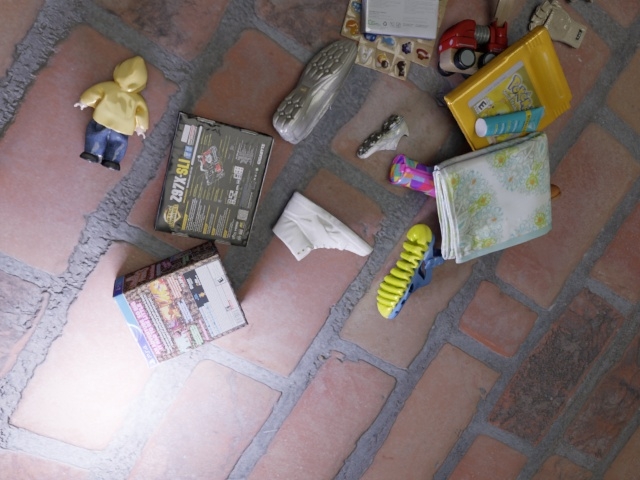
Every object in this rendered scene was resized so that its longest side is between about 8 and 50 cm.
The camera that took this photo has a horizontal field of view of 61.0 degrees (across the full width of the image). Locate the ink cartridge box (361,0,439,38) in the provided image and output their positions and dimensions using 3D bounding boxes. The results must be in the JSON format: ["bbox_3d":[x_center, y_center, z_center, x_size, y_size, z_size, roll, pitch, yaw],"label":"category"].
[{"bbox_3d":[0.221,-0.677,1.489,0.224,0.045,0.223,-2,105,-18],"label":"ink cartridge box"}]

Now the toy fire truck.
[{"bbox_3d":[0.468,-0.602,1.559,0.217,0.158,0.246,2,93,-18],"label":"toy fire truck"}]

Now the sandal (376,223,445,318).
[{"bbox_3d":[0.295,0.113,1.715,0.138,0.126,0.317,27,97,-27],"label":"sandal"}]

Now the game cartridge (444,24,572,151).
[{"bbox_3d":[0.554,-0.404,1.572,0.324,0.052,0.285,-37,125,9],"label":"game cartridge"}]

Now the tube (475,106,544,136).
[{"bbox_3d":[0.547,-0.337,1.561,0.207,0.052,0.080,-12,140,-18],"label":"tube"}]

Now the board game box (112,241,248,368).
[{"bbox_3d":[-0.382,0.170,1.496,0.291,0.141,0.232,-22,111,-11],"label":"board game box"}]

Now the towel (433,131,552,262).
[{"bbox_3d":[0.523,-0.123,1.628,0.375,0.090,0.320,-18,118,-10],"label":"towel"}]

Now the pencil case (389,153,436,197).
[{"bbox_3d":[0.326,-0.187,1.648,0.237,0.104,0.104,12,101,-20],"label":"pencil case"}]

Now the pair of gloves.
[{"bbox_3d":[0.752,-0.732,1.661,0.204,0.042,0.240,9,104,-24],"label":"pair of gloves"}]

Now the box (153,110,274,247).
[{"bbox_3d":[-0.289,-0.159,1.468,0.257,0.079,0.321,11,102,-19],"label":"box"}]

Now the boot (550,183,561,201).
[{"bbox_3d":[0.657,-0.230,1.753,0.284,0.109,0.220,-3,102,-10],"label":"boot"}]

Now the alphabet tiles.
[{"bbox_3d":[0.215,-0.645,1.527,0.285,0.011,0.342,12,101,-21],"label":"alphabet tiles"}]

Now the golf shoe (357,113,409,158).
[{"bbox_3d":[0.191,-0.287,1.594,0.176,0.069,0.086,-41,119,-2],"label":"golf shoe"}]

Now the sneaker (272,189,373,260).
[{"bbox_3d":[0.000,0.000,1.599,0.293,0.108,0.169,34,95,-14],"label":"sneaker"}]

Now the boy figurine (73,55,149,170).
[{"bbox_3d":[-0.509,-0.323,1.341,0.177,0.092,0.285,17,99,-21],"label":"boy figurine"}]

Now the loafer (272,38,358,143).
[{"bbox_3d":[-0.006,-0.406,1.484,0.319,0.112,0.111,-50,149,0],"label":"loafer"}]
